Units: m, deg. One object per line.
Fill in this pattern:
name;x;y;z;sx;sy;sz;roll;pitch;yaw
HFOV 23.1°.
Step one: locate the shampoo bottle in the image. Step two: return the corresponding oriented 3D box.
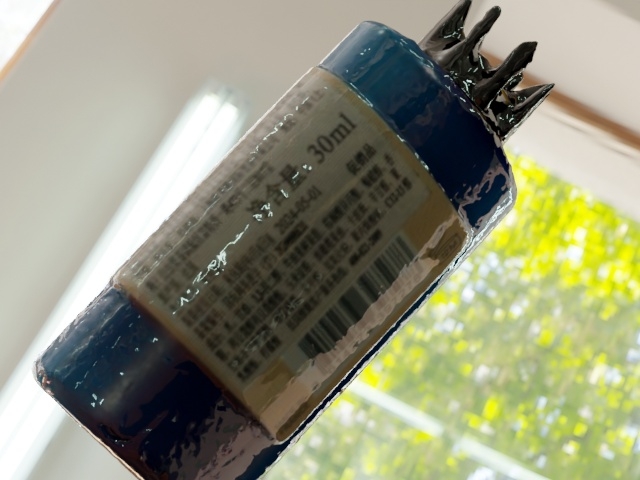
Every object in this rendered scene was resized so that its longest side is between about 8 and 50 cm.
shampoo bottle;0.000;0.000;0.485;0.087;0.183;0.050;50;-11;-35
